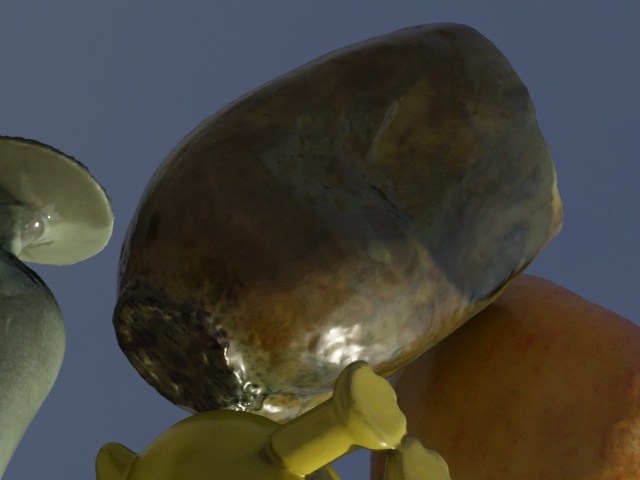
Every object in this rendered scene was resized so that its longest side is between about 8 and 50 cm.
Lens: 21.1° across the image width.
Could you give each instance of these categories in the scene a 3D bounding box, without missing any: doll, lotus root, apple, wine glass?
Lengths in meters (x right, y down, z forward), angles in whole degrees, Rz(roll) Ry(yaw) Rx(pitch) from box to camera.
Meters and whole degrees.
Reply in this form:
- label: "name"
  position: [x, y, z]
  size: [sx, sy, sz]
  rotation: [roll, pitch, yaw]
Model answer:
- label: "doll"
  position: [-0.082, 0.211, 1.045]
  size: [0.363, 0.145, 0.199]
  rotation: [-35, -90, 27]
- label: "lotus root"
  position: [0.000, 0.000, 1.264]
  size: [0.250, 0.346, 0.250]
  rotation: [26, -47, 31]
- label: "apple"
  position: [0.191, 0.178, 1.425]
  size: [0.299, 0.299, 0.275]
  rotation: [9, -106, 43]
- label: "wine glass"
  position: [-0.183, 0.060, 0.875]
  size: [0.103, 0.103, 0.231]
  rotation: [-22, -142, 33]
